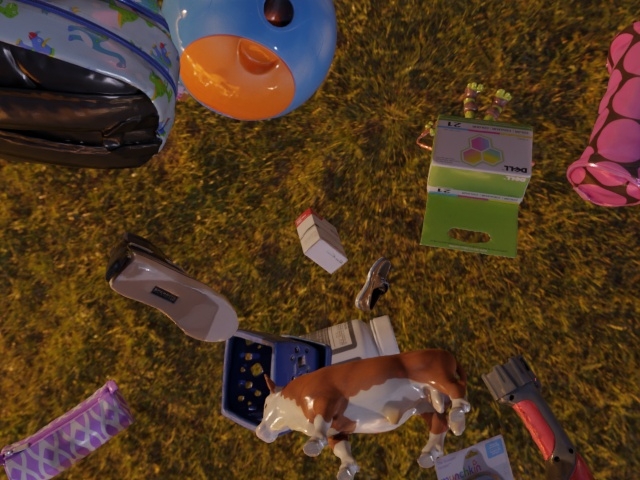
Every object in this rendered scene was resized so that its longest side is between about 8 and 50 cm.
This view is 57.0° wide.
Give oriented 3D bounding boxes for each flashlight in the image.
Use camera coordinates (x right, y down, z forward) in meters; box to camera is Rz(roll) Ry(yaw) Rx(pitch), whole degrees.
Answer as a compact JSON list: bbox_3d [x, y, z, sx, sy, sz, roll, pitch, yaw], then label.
[{"bbox_3d":[0.421,0.379,1.135,0.103,0.103,0.304,-43,63,28],"label":"flashlight"}]

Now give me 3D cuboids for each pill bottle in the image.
[{"bbox_3d":[0.066,0.367,1.855,0.360,0.204,0.204,-17,99,4],"label":"pill bottle"}]

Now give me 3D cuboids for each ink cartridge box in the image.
[{"bbox_3d":[0.301,-0.107,1.132,0.188,0.255,0.097,9,147,9],"label":"ink cartridge box"},{"bbox_3d":[0.000,0.000,1.385,0.056,0.135,0.099,-41,123,16],"label":"ink cartridge box"}]

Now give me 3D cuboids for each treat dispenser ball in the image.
[{"bbox_3d":[-0.115,-0.344,0.971,0.287,0.288,0.289,1,102,7],"label":"treat dispenser ball"}]

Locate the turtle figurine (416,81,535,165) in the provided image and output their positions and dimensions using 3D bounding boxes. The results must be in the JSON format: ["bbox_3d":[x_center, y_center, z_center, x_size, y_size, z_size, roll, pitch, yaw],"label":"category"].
[{"bbox_3d":[0.379,-0.256,1.382,0.269,0.087,0.218,14,66,21],"label":"turtle figurine"}]

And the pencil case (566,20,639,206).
[{"bbox_3d":[0.344,-0.139,0.667,0.095,0.098,0.209,34,71,-21],"label":"pencil case"}]

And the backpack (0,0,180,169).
[{"bbox_3d":[-0.354,-0.215,0.728,0.355,0.274,0.290,19,145,-8],"label":"backpack"}]

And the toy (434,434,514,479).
[{"bbox_3d":[0.260,0.420,0.852,0.136,0.056,0.238,-8,81,-29],"label":"toy"}]

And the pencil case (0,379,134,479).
[{"bbox_3d":[-0.403,0.308,0.940,0.206,0.086,0.088,-32,127,-19],"label":"pencil case"}]

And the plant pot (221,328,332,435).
[{"bbox_3d":[-0.105,0.357,1.537,0.235,0.212,0.236,1,86,51],"label":"plant pot"}]

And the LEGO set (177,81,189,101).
[{"bbox_3d":[-0.419,-0.380,1.530,0.132,0.287,0.107,18,93,-12],"label":"LEGO set"}]

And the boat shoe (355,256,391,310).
[{"bbox_3d":[0.180,0.141,1.845,0.066,0.066,0.183,22,84,45],"label":"boat shoe"}]

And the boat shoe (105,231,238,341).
[{"bbox_3d":[-0.335,0.100,1.359,0.127,0.158,0.340,-45,124,8],"label":"boat shoe"}]

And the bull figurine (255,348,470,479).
[{"bbox_3d":[0.053,0.225,0.797,0.310,0.188,0.101,-17,112,1],"label":"bull figurine"}]
